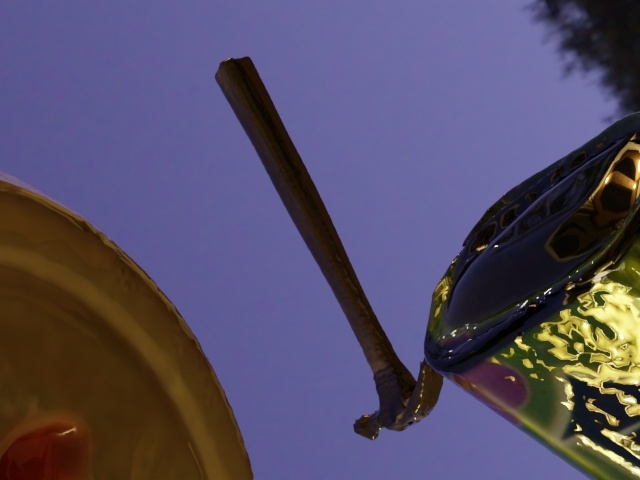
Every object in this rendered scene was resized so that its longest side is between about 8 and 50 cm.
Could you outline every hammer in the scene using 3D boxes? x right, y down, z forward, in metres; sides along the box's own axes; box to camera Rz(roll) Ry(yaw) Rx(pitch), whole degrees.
[{"bbox_3d":[-0.001,0.000,1.218,0.027,0.125,0.297,-20,-101,-40],"label":"hammer"}]

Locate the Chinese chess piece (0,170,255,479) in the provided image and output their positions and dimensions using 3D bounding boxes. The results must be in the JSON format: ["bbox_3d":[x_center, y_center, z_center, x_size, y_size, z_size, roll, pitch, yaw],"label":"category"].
[{"bbox_3d":[-0.157,0.136,0.515,0.338,0.140,0.338,2,-92,-53],"label":"Chinese chess piece"}]

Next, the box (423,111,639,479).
[{"bbox_3d":[0.210,0.091,0.684,0.345,0.134,0.097,35,-138,-17],"label":"box"}]
